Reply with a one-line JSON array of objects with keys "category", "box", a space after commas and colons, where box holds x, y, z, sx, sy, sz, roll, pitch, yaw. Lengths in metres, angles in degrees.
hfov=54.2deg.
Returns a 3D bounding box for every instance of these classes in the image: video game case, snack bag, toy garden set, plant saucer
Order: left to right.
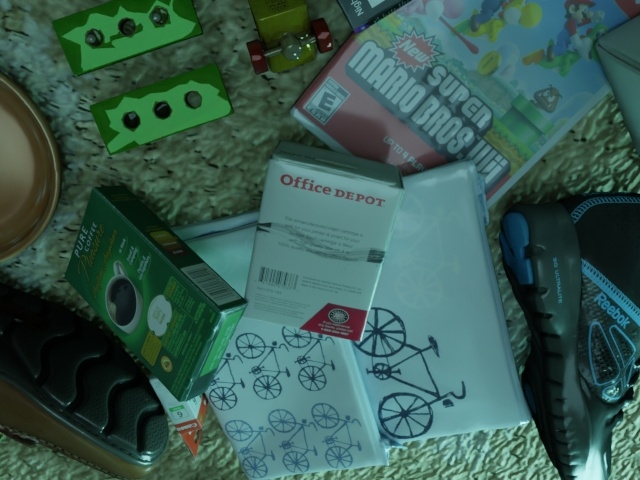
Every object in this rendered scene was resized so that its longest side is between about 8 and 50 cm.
[{"category": "plant saucer", "box": [-0.334, -0.072, 0.570, 0.200, 0.037, 0.200, -1, 109, -2]}, {"category": "toy garden set", "box": [-0.118, -0.218, 0.499, 0.203, 0.049, 0.244, -19, 106, -1]}, {"category": "snack bag", "box": [0.027, 0.104, 0.638, 0.342, 0.037, 0.323, -13, 113, 13]}, {"category": "video game case", "box": [0.140, -0.155, 0.541, 0.204, 0.025, 0.285, 37, 110, -15]}]

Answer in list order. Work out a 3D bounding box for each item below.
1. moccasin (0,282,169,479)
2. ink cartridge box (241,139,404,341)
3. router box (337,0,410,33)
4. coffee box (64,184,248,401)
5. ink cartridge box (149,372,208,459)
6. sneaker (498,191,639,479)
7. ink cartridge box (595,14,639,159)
[{"category": "moccasin", "box": [-0.329, 0.131, 0.617, 0.380, 0.139, 0.147, 28, 114, -12]}, {"category": "ink cartridge box", "box": [0.000, 0.000, 0.538, 0.109, 0.063, 0.150, 13, 114, -1]}, {"category": "router box", "box": [0.038, -0.268, 0.461, 0.133, 0.046, 0.179, -28, 101, 13]}, {"category": "coffee box", "box": [-0.156, 0.044, 0.573, 0.184, 0.040, 0.113, 38, 119, 22]}, {"category": "ink cartridge box", "box": [-0.142, 0.171, 0.675, 0.029, 0.063, 0.115, -18, 114, 7]}, {"category": "sneaker", "box": [0.273, 0.114, 0.611, 0.139, 0.125, 0.341, -14, 116, 2]}, {"category": "ink cartridge box", "box": [0.444, -0.052, 0.495, 0.285, 0.166, 0.395, -30, 116, 13]}]
